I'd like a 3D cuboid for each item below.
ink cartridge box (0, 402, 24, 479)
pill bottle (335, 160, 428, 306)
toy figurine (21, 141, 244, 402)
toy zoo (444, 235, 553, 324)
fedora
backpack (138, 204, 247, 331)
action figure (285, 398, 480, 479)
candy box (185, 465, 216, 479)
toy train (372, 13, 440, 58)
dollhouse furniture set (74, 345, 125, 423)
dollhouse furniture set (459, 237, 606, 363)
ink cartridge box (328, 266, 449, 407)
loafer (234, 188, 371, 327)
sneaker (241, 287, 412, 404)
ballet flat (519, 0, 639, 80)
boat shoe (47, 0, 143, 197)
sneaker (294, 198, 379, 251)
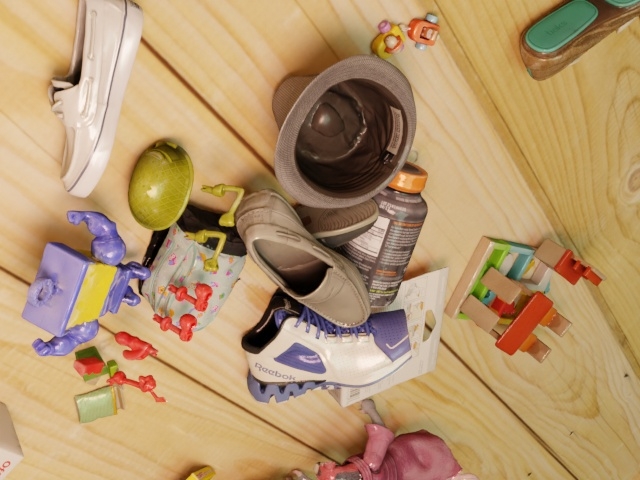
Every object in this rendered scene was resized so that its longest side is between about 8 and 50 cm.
[{"bbox_3d":[-0.534,0.280,1.027,0.128,0.127,0.176,-46,133,-2],"label":"ink cartridge box"},{"bbox_3d":[0.107,-0.018,1.282,0.130,0.130,0.246,1,117,-36],"label":"pill bottle"},{"bbox_3d":[-0.276,0.048,0.966,0.217,0.191,0.363,2,114,-65],"label":"toy figurine"},{"bbox_3d":[0.421,0.098,1.646,0.293,0.030,0.192,10,112,-39],"label":"toy zoo"},{"bbox_3d":[0.017,-0.176,1.121,0.275,0.124,0.244,15,111,-45],"label":"fedora"},{"bbox_3d":[-0.196,0.047,1.124,0.152,0.115,0.182,20,108,-44],"label":"backpack"},{"bbox_3d":[0.113,0.504,1.546,0.370,0.276,0.248,11,118,-54],"label":"action figure"},{"bbox_3d":[-0.288,0.512,1.387,0.206,0.027,0.105,-47,165,-1],"label":"candy box"},{"bbox_3d":[0.135,-0.287,1.185,0.125,0.046,0.166,8,113,-38],"label":"toy train"},{"bbox_3d":[-0.352,0.245,1.180,0.076,0.058,0.152,-16,126,-26],"label":"dollhouse furniture set"},{"bbox_3d":[0.472,0.137,1.591,0.262,0.135,0.259,30,99,-43],"label":"dollhouse furniture set"},{"bbox_3d":[0.134,0.180,1.479,0.238,0.060,0.275,-16,126,-27],"label":"ink cartridge box"},{"bbox_3d":[-0.022,0.053,1.140,0.112,0.112,0.319,-29,130,21],"label":"loafer"},{"bbox_3d":[-0.002,0.169,1.293,0.315,0.127,0.182,-16,124,3],"label":"sneaker"},{"bbox_3d":[0.501,-0.401,1.337,0.342,0.116,0.124,-39,153,-8],"label":"ballet flat"},{"bbox_3d":[-0.299,-0.183,0.929,0.084,0.095,0.258,10,101,-35],"label":"boat shoe"},{"bbox_3d":[0.000,0.000,1.235,0.221,0.083,0.118,-17,140,9],"label":"sneaker"}]
